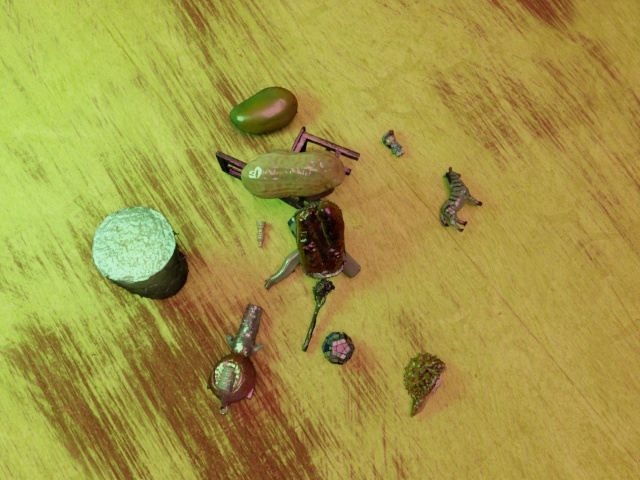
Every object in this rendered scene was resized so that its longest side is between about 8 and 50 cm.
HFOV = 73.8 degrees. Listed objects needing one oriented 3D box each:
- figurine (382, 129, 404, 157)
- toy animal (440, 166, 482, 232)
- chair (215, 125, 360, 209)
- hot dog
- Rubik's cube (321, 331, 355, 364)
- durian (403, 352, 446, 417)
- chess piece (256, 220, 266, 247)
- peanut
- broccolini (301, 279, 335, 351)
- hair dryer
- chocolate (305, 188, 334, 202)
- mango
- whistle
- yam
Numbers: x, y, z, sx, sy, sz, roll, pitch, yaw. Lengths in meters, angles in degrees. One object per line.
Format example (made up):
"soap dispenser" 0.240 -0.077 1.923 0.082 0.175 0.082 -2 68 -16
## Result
"figurine" 0.280 -0.367 1.618 0.060 0.047 0.106 -36 86 -4
"toy animal" 0.504 -0.152 1.587 0.176 0.073 0.217 33 81 7
"chair" -0.111 -0.269 1.477 0.416 0.203 0.241 28 80 -2
"hot dog" 0.000 0.000 1.364 0.162 0.082 0.271 -5 113 3
"Rubik's cube" 0.058 0.356 1.411 0.111 0.111 0.093 19 49 -2
"durian" 0.344 0.485 1.423 0.140 0.078 0.224 20 75 -2
"chess piece" -0.209 -0.021 1.493 0.035 0.035 0.092 1 81 -6
"peanut" -0.081 -0.205 1.292 0.312 0.152 0.152 -3 78 8
"broccolini" -0.015 0.250 1.426 0.071 0.057 0.255 14 82 15
"hair dryer" -0.010 0.077 1.477 0.295 0.119 0.298 22 92 -6
"chocolate" -0.006 -0.167 1.361 0.100 0.031 0.065 -25 82 -5
"mango" -0.203 -0.470 1.549 0.250 0.114 0.157 -24 89 -12
"whistle" -0.257 0.375 1.358 0.142 0.133 0.346 1 65 31
"yam" -0.523 0.055 1.288 0.240 0.348 0.241 3 71 -7
